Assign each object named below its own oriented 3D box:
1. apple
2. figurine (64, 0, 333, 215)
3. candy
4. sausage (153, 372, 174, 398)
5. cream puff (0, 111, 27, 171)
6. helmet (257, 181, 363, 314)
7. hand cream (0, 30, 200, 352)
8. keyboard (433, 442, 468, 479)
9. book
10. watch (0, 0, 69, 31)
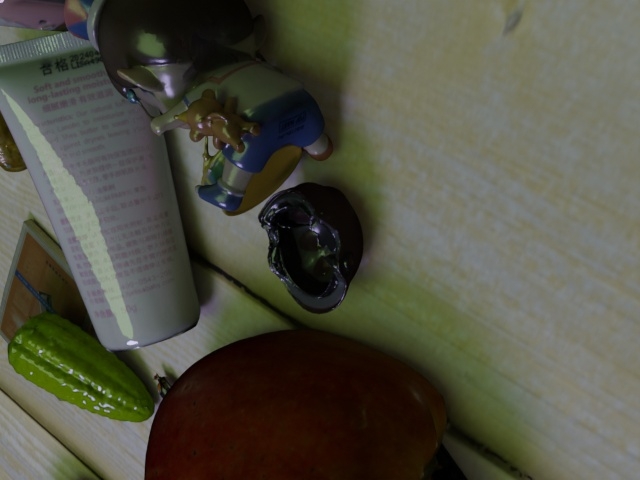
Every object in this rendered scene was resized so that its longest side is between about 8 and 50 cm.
[{"bbox_3d":[-0.014,0.267,0.768,0.364,0.295,0.329,-23,124,41],"label":"apple"},{"bbox_3d":[-0.117,-0.156,0.683,0.276,0.161,0.158,52,144,13],"label":"figurine"},{"bbox_3d":[-0.314,0.179,0.989,0.209,0.097,0.097,31,125,2],"label":"candy"},{"bbox_3d":[-0.151,0.248,0.943,0.198,0.025,0.028,49,170,9],"label":"sausage"},{"bbox_3d":[-0.336,-0.159,0.865,0.116,0.146,0.146,-12,103,-1],"label":"cream puff"},{"bbox_3d":[0.000,0.000,0.708,0.098,0.070,0.123,0,116,43],"label":"helmet"},{"bbox_3d":[-0.235,-0.052,0.822,0.185,0.118,0.359,-15,102,-5],"label":"hand cream"},{"bbox_3d":[0.153,0.300,0.746,0.072,0.023,0.231,-40,83,37],"label":"keyboard"},{"bbox_3d":[-0.400,0.107,1.075,0.170,0.018,0.242,42,127,15],"label":"book"},{"bbox_3d":[-0.318,-0.350,0.757,0.253,0.161,0.241,23,113,27],"label":"watch"}]
